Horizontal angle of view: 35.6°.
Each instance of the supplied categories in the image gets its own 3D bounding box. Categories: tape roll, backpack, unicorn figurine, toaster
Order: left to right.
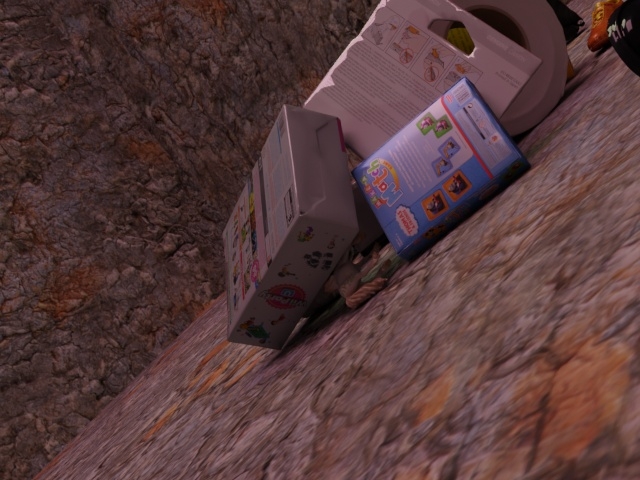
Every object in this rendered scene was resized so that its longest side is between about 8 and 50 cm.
[{"bbox_3d":[0.046,0.048,1.408,0.111,0.060,0.162,-51,8,13],"label":"unicorn figurine"},{"bbox_3d":[0.107,-0.067,1.758,0.186,0.110,0.168,-41,5,4],"label":"toaster"},{"bbox_3d":[0.251,-0.291,1.607,0.286,0.286,0.100,-42,4,-16],"label":"tape roll"},{"bbox_3d":[0.514,-0.486,2.368,0.182,0.152,0.115,-53,-3,8],"label":"backpack"}]

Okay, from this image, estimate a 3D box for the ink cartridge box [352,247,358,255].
[{"bbox_3d":[0.027,0.023,1.976,0.207,0.046,0.097,-36,6,45],"label":"ink cartridge box"}]

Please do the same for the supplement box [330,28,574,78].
[{"bbox_3d":[0.232,-0.306,1.784,0.356,0.195,0.194,-21,-1,-17],"label":"supplement box"}]

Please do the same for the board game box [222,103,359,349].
[{"bbox_3d":[-0.056,-0.014,1.497,0.303,0.097,0.224,122,151,-43],"label":"board game box"}]

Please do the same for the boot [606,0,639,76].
[{"bbox_3d":[0.451,-0.298,1.124,0.246,0.094,0.207,-36,-4,-43],"label":"boot"}]

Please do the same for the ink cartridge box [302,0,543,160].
[{"bbox_3d":[0.151,-0.216,1.466,0.261,0.296,0.066,-53,-33,9],"label":"ink cartridge box"}]

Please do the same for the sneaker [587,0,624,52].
[{"bbox_3d":[0.506,-0.388,1.790,0.064,0.067,0.175,-35,8,40],"label":"sneaker"}]

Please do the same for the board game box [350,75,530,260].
[{"bbox_3d":[0.158,-0.098,1.362,0.211,0.160,0.039,-39,-34,18],"label":"board game box"}]

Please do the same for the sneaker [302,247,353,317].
[{"bbox_3d":[0.007,0.013,1.646,0.115,0.090,0.232,-21,54,31],"label":"sneaker"}]
